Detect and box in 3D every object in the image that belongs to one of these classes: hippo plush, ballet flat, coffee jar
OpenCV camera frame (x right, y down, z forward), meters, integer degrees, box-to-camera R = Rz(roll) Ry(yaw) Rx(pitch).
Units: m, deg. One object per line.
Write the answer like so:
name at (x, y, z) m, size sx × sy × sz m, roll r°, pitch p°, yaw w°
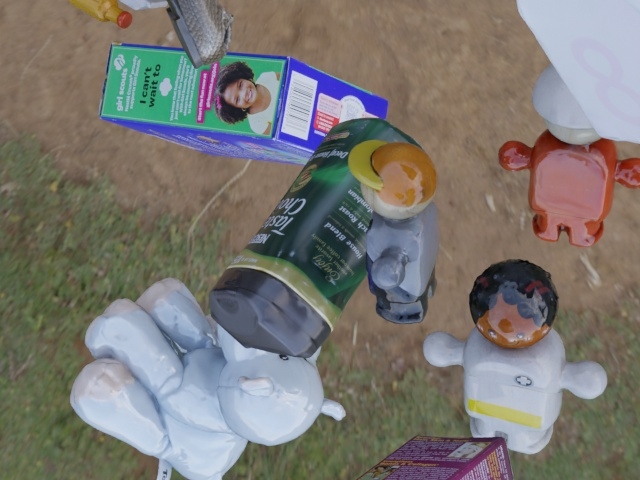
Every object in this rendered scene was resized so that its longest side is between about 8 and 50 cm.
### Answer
hippo plush at (-0.121, 0.158, 1.321) m, size 0.234 × 0.294 × 0.236 m, roll 18°, pitch 152°, yaw -36°
ballet flat at (-0.135, -0.274, 1.119) m, size 0.058 × 0.084 × 0.250 m, roll -25°, pitch 124°, yaw -7°
coffee jar at (0.000, 0.000, 0.879) m, size 0.079 × 0.096 × 0.184 m, roll 44°, pitch 69°, yaw -23°

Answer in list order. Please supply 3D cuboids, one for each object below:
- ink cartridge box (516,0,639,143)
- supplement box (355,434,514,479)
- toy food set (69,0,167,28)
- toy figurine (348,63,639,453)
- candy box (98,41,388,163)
ink cartridge box at (0.139, -0.132, 0.512) m, size 0.066 × 0.189 × 0.232 m, roll -49°, pitch 117°, yaw -9°
supplement box at (0.052, 0.129, 0.587) m, size 0.055 × 0.083 × 0.043 m, roll -7°, pitch 100°, yaw 37°
toy food set at (-0.252, -0.384, 1.790) m, size 0.104 × 0.232 × 0.111 m, roll 33°, pitch 119°, yaw 22°
toy figurine at (0.139, 0.001, 0.741) m, size 0.209 × 0.213 × 0.148 m, roll -20°, pitch 135°, yaw -14°
candy box at (-0.107, -0.186, 1.715) m, size 0.317 × 0.268 × 0.122 m, roll 8°, pitch 87°, yaw 33°
